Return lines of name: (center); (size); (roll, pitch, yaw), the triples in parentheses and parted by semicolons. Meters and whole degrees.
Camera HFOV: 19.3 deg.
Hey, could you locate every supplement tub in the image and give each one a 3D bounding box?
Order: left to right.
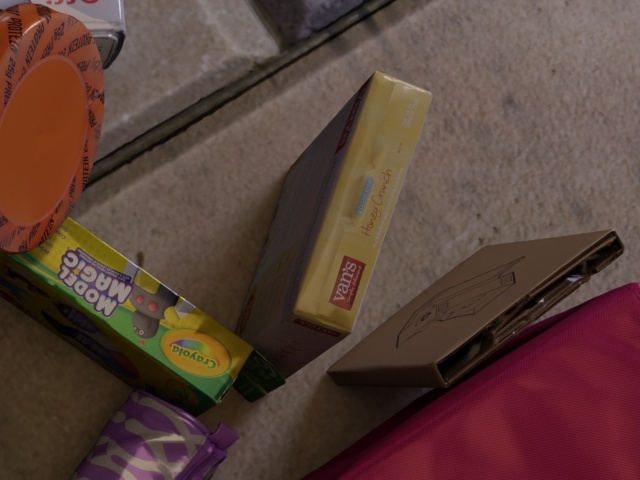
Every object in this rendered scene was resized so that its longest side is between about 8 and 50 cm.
supplement tub: (-0.309, -0.101, 1.190); (0.316, 0.193, 0.193); (14, 72, 20)

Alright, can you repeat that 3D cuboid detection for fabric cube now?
fabric cube: (0.138, 0.217, 1.268); (0.258, 0.254, 0.259); (-32, 88, -19)

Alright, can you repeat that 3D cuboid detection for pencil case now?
pencil case: (-0.144, 0.202, 1.275); (0.086, 0.088, 0.206); (40, 73, -38)

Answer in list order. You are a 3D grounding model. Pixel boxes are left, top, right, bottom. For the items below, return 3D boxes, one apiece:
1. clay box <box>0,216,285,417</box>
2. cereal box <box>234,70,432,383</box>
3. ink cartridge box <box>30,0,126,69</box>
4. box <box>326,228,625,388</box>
clay box: (-0.135, 0.057, 1.297); (0.222, 0.127, 0.053); (36, 72, -4)
cereal box: (0.000, 0.000, 1.286); (0.047, 0.240, 0.173); (21, 74, -9)
ink cartridge box: (-0.230, -0.234, 1.355); (0.158, 0.092, 0.218); (-3, 77, -15)
box: (0.104, 0.050, 1.323); (0.164, 0.201, 0.021); (-36, 99, -19)
